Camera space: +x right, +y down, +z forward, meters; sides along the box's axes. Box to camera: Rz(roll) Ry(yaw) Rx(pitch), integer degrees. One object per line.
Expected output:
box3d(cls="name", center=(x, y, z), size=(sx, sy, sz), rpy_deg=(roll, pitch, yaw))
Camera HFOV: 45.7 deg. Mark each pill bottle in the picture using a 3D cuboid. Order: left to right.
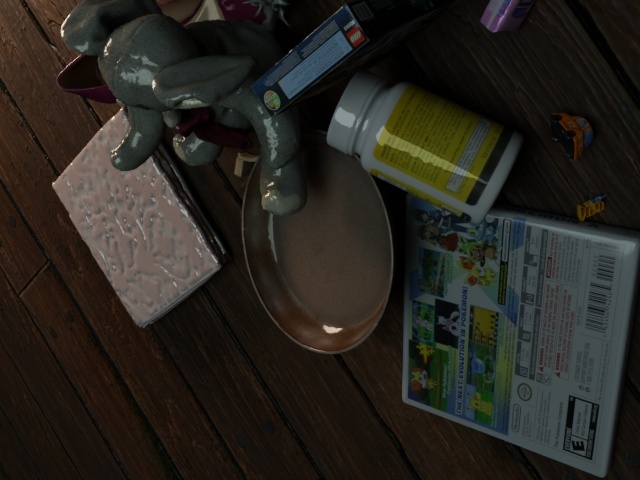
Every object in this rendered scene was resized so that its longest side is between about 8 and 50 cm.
box3d(cls="pill bottle", center=(0.121, -0.114, 0.897), size=(0.208, 0.119, 0.119), rpy_deg=(27, 125, 8))

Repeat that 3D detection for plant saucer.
box3d(cls="plant saucer", center=(0.000, 0.000, 1.052), size=(0.310, 0.050, 0.311), rpy_deg=(12, 107, 45))

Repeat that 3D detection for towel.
box3d(cls="towel", center=(-0.331, -0.034, 1.376), size=(0.317, 0.053, 0.332), rpy_deg=(-33, 87, 41))

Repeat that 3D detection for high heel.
box3d(cls="high heel", center=(-0.214, -0.285, 1.085), size=(0.377, 0.181, 0.127), rpy_deg=(-23, 93, 42))

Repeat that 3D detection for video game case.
box3d(cls="video game case", center=(0.243, 0.114, 0.985), size=(0.300, 0.036, 0.329), rpy_deg=(15, 118, 34))

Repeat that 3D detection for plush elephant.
box3d(cls="plush elephant", center=(-0.166, -0.186, 0.950), size=(0.272, 0.255, 0.330), rpy_deg=(38, 129, 35))

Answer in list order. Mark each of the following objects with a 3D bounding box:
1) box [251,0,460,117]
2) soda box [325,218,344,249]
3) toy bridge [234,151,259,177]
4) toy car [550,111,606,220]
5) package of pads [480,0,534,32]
box3d(cls="box", center=(0.047, -0.228, 0.863), size=(0.159, 0.233, 0.044), rpy_deg=(-30, 95, 43))
box3d(cls="soda box", center=(0.033, 0.037, 1.109), size=(0.060, 0.053, 0.169), rpy_deg=(44, 130, 16))
box3d(cls="toy bridge", center=(-0.055, -0.097, 1.142), size=(0.188, 0.026, 0.063), rpy_deg=(28, 122, 27))
box3d(cls="toy car", center=(0.296, -0.090, 0.868), size=(0.040, 0.060, 0.122), rpy_deg=(-21, 118, 0))
box3d(cls="package of pads", center=(0.215, -0.270, 0.833), size=(0.032, 0.050, 0.083), rpy_deg=(44, 130, 23))
